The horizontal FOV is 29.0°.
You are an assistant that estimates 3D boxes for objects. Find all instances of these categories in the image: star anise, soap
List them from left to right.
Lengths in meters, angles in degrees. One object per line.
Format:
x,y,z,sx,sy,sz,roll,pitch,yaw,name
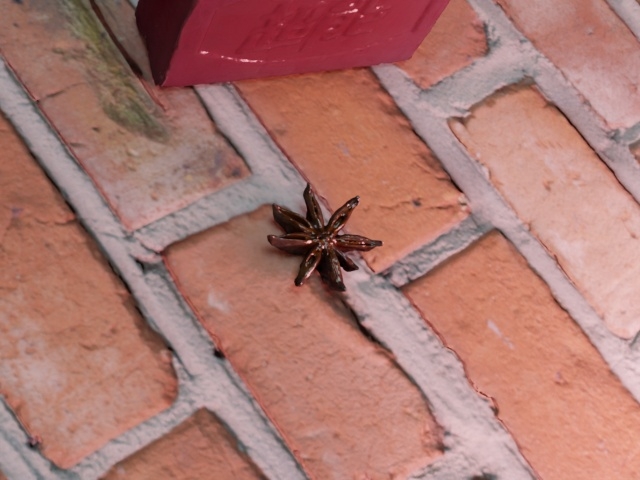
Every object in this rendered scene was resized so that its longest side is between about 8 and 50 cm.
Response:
-0.019,-0.308,1.476,0.359,0.233,0.128,-10,67,-27,soap
-0.001,-0.001,1.418,0.141,0.042,0.141,8,62,-16,star anise
